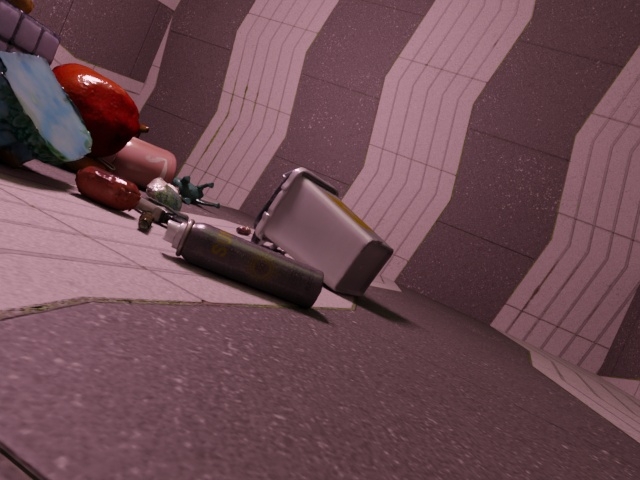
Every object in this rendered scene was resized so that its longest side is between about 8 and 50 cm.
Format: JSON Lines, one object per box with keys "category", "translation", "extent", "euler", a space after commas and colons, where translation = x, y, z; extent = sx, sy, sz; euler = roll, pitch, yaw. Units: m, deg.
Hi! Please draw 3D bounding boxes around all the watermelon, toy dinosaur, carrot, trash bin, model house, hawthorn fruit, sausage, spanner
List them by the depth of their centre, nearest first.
{"category": "model house", "translation": [-0.653, -0.232, 0.857], "extent": [0.261, 0.240, 0.226], "euler": [-122, -169, -67]}
{"category": "sausage", "translation": [-0.453, -0.109, 0.899], "extent": [0.141, 0.076, 0.076], "euler": [22, 2, -2]}
{"category": "spanner", "translation": [-0.376, -0.062, 1.015], "extent": [0.324, 0.040, 0.095], "euler": [24, 2, 41]}
{"category": "watermelon", "translation": [-0.446, -0.110, 1.225], "extent": [0.072, 0.084, 0.092], "euler": [-8, -63, 52]}
{"category": "trash bin", "translation": [0.000, 0.000, 1.250], "extent": [0.367, 0.296, 0.255], "euler": [41, 10, 32]}
{"category": "carrot", "translation": [-0.708, -0.226, 1.273], "extent": [0.060, 0.060, 0.186], "euler": [24, -4, 7]}
{"category": "hawthorn fruit", "translation": [-0.694, -0.377, 1.299], "extent": [0.307, 0.266, 0.265], "euler": [11, 10, -40]}
{"category": "toy dinosaur", "translation": [-0.654, -0.234, 1.931], "extent": [0.330, 0.130, 0.383], "euler": [12, -4, 36]}

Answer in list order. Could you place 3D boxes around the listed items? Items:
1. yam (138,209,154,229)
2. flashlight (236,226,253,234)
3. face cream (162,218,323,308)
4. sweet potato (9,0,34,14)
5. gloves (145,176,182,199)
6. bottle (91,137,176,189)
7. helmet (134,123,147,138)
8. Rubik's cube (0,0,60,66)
{"category": "yam", "translation": [-0.355, -0.042, 0.850], "extent": [0.033, 0.027, 0.129], "euler": [64, -13, -15]}
{"category": "flashlight", "translation": [-0.287, -0.039, 1.578], "extent": [0.052, 0.032, 0.110], "euler": [25, 2, 11]}
{"category": "face cream", "translation": [-0.132, 0.037, 0.732], "extent": [0.283, 0.073, 0.073], "euler": [23, 2, -13]}
{"category": "sweet potato", "translation": [-0.822, -0.651, 1.064], "extent": [0.077, 0.077, 0.243], "euler": [24, 0, 5]}
{"category": "gloves", "translation": [-0.517, -0.153, 1.391], "extent": [0.114, 0.070, 0.153], "euler": [32, 5, -22]}
{"category": "bottle", "translation": [-0.691, -0.283, 1.537], "extent": [0.296, 0.173, 0.207], "euler": [22, 36, -50]}
{"category": "helmet", "translation": [-0.875, -0.409, 1.633], "extent": [0.337, 0.230, 0.384], "euler": [18, 6, -33]}
{"category": "Rubik's cube", "translation": [-0.936, -0.473, 1.024], "extent": [0.336, 0.345, 0.344], "euler": [25, 2, -2]}
